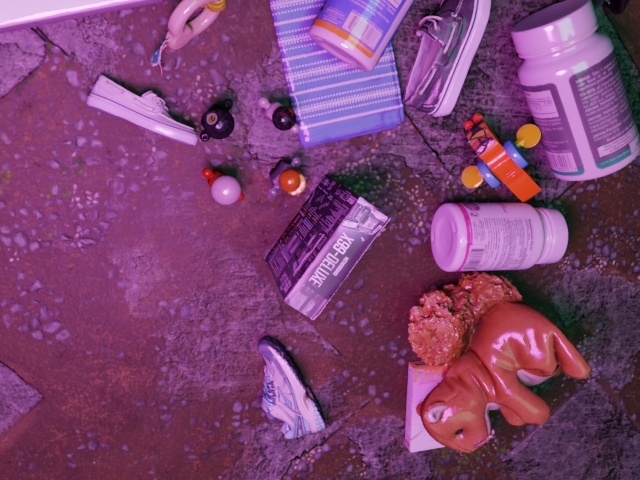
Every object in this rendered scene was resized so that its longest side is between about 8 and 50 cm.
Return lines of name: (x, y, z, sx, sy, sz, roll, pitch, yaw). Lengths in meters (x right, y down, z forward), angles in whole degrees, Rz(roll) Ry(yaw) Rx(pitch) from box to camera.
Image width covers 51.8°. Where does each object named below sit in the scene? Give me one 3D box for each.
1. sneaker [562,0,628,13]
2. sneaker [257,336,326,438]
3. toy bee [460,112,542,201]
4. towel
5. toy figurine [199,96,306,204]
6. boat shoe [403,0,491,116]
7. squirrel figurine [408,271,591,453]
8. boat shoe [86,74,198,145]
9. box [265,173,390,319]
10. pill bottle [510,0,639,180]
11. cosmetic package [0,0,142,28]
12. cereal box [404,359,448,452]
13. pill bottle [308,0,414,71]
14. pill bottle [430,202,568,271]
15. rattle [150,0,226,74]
sneaker: (0.564, -0.565, 1.448, 0.302, 0.108, 0.121, 0, 101, -17)
sneaker: (-0.091, 0.357, 1.540, 0.122, 0.110, 0.283, -27, 111, -3)
toy bee: (0.400, -0.213, 1.494, 0.195, 0.162, 0.298, -23, 143, 8)
towel: (0.039, -0.382, 1.404, 0.243, 0.040, 0.335, -15, 107, -9)
toy figurine: (-0.139, -0.184, 1.346, 0.210, 0.148, 0.213, -6, 107, -13)
boat shoe: (0.263, -0.432, 1.397, 0.119, 0.121, 0.335, 7, 106, -21)
squirrel figurine: (0.357, 0.285, 1.554, 0.370, 0.281, 0.397, -38, 86, -1)
boat shoe: (-0.342, -0.258, 1.297, 0.226, 0.083, 0.075, 21, 91, -11)
box: (0.000, 0.000, 1.352, 0.076, 0.307, 0.242, 35, 94, -17)
pill bottle: (0.564, -0.331, 1.465, 0.204, 0.204, 0.361, -29, 112, -5)
cosmetic package: (-0.521, -0.493, 1.147, 0.453, 0.161, 0.230, -16, 109, -11)
cereal box: (0.307, 0.419, 1.696, 0.173, 0.047, 0.240, -5, 106, -15)
pill bottle: (0.106, -0.485, 1.291, 0.152, 0.152, 0.272, 29, 96, -21)
pill bottle: (0.417, -0.009, 1.542, 0.283, 0.160, 0.160, -1, 106, -15)
rattle: (-0.290, -0.441, 1.270, 0.200, 0.130, 0.143, -39, 106, 22)
